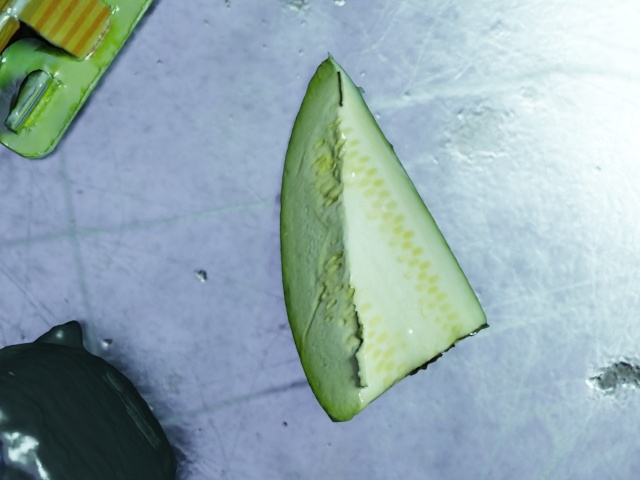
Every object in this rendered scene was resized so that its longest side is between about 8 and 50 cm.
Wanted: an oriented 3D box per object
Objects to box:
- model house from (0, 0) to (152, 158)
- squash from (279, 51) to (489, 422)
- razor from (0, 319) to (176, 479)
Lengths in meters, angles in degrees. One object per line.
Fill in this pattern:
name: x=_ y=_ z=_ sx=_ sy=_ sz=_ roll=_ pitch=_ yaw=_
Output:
model house: x=-0.217 y=-0.263 z=1.443 sx=0.242 sy=0.313 sz=0.358 roll=36 pitch=89 yaw=-2
squash: x=0.000 y=0.000 z=1.541 sx=0.169 sy=0.093 sz=0.252 roll=-30 pitch=91 yaw=-44
razor: x=-0.187 y=0.157 z=1.437 sx=0.107 sy=0.327 sz=0.189 roll=-36 pitch=90 yaw=7
